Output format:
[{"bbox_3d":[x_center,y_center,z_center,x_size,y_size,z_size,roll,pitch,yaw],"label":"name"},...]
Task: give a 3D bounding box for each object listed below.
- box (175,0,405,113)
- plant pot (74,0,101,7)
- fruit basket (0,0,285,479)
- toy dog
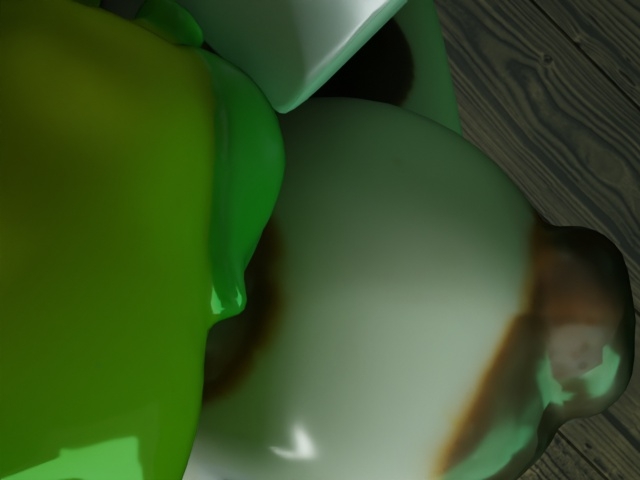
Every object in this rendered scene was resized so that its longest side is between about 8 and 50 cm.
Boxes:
[{"bbox_3d":[0.017,-0.229,0.596,0.168,0.215,0.345,-44,-176,30],"label":"box"},{"bbox_3d":[-0.172,-0.085,1.136,0.227,0.228,0.207,-43,-170,48],"label":"plant pot"},{"bbox_3d":[-0.165,0.092,0.449,0.392,0.392,0.283,-49,151,-47],"label":"fruit basket"},{"bbox_3d":[0.000,0.000,0.744,0.408,0.284,0.395,-113,-138,-64],"label":"toy dog"}]
